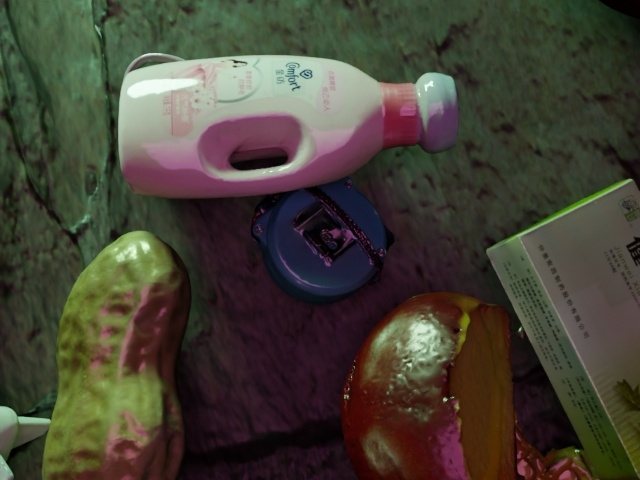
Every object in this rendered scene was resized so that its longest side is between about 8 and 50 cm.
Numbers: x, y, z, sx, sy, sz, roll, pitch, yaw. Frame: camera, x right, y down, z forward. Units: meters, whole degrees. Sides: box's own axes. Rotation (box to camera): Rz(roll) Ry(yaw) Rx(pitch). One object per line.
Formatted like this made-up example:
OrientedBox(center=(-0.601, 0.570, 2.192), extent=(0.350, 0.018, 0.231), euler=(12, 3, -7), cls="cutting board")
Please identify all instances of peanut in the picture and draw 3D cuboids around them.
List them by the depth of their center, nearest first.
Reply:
OrientedBox(center=(-0.196, 0.145, 0.818), extent=(0.149, 0.149, 0.314), euler=(4, 79, 0), cls="peanut")

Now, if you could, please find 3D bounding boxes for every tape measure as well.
OrientedBox(center=(0.000, 0.000, 0.861), extent=(0.125, 0.081, 0.146), euler=(-40, 84, -20), cls="tape measure")

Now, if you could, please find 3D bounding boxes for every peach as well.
OrientedBox(center=(0.099, 0.182, 0.778), extent=(0.153, 0.158, 0.268), euler=(-16, 60, 35), cls="peach")

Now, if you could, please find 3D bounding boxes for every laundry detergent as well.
OrientedBox(center=(-0.030, -0.119, 0.833), extent=(0.334, 0.088, 0.159), euler=(-3, 68, 1), cls="laundry detergent")

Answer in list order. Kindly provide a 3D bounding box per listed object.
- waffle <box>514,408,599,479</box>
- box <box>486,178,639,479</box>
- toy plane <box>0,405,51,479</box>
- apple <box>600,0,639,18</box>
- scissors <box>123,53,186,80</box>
OrientedBox(center=(0.233, 0.290, 0.848), extent=(0.253, 0.056, 0.249), euler=(-5, 84, 1), cls="waffle")
OrientedBox(center=(0.302, 0.087, 0.834), extent=(0.175, 0.062, 0.261), euler=(-24, 84, -27), cls="box")
OrientedBox(center=(-0.377, 0.252, 0.810), extent=(0.244, 0.117, 0.245), euler=(-7, 75, 29), cls="toy plane")
OrientedBox(center=(0.352, -0.369, 0.811), extent=(0.288, 0.288, 0.317), euler=(-33, 73, -4), cls="apple")
OrientedBox(center=(-0.094, -0.163, 0.903), extent=(0.242, 0.030, 0.118), euler=(-11, 84, 2), cls="scissors")
